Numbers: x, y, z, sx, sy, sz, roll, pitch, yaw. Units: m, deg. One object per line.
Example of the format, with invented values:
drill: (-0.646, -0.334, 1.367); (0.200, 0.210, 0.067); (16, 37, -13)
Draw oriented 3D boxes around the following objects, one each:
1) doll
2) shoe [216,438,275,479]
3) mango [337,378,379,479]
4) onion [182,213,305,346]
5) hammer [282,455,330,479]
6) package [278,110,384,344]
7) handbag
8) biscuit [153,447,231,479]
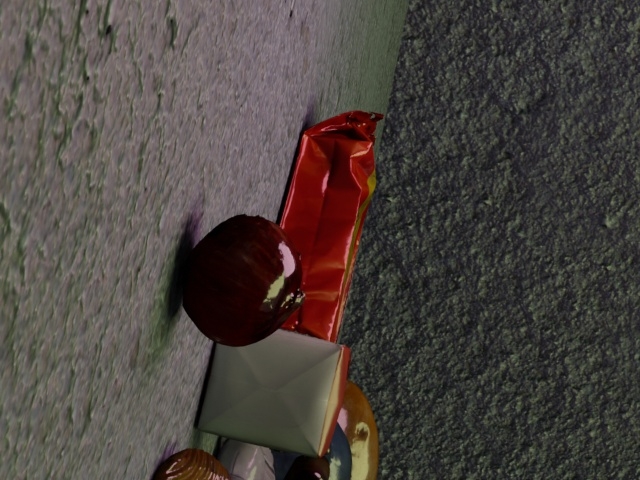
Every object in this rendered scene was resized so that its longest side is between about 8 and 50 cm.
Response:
doll: (-0.037, 0.334, 2.025); (0.258, 0.154, 0.228); (61, 37, -65)
shoe: (-0.103, 0.358, 1.846); (0.245, 0.095, 0.138); (75, 30, -59)
mango: (-0.013, 0.419, 2.257); (0.199, 0.221, 0.384); (98, -1, -83)
onion: (-0.074, 0.039, 1.263); (0.131, 0.131, 0.131); (13, 90, -85)
hammer: (-0.093, 0.421, 1.667); (0.409, 0.095, 0.242); (-63, 179, 27)
package: (0.000, 0.001, 1.944); (0.196, 0.123, 0.424); (93, 10, -73)
handbag: (-0.046, 0.191, 1.676); (0.298, 0.171, 0.151); (46, 56, -82)
biscuit: (-0.138, 0.314, 1.396); (0.228, 0.031, 0.176); (-60, 137, -63)
